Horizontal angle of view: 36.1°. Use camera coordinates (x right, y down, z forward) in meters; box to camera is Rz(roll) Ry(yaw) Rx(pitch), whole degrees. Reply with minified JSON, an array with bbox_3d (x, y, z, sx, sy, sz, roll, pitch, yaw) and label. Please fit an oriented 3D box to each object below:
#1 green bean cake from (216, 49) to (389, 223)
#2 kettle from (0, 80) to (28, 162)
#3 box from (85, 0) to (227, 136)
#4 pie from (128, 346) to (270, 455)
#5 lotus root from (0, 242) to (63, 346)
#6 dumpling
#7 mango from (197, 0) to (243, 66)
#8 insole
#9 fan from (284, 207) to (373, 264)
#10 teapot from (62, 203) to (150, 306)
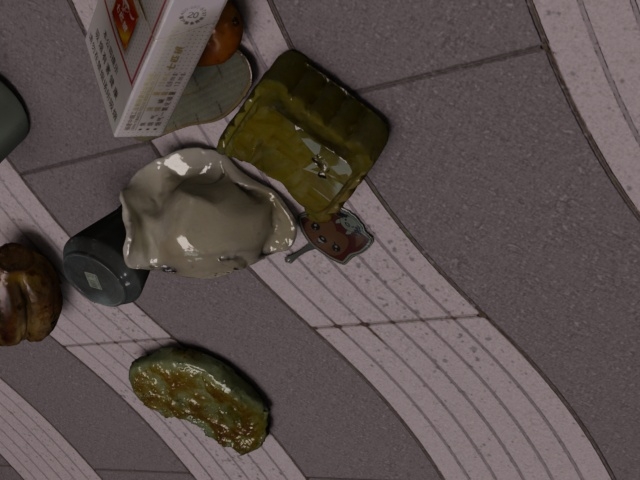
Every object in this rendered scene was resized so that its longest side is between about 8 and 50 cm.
[{"bbox_3d":[-0.035,-0.156,1.618,0.236,0.124,0.233,36,139,-6],"label":"green bean cake"},{"bbox_3d":[-0.719,-0.181,1.849,0.205,0.318,0.265,39,142,-10],"label":"kettle"},{"bbox_3d":[-0.262,-0.340,1.514,0.330,0.095,0.210,-50,53,48],"label":"box"},{"bbox_3d":[-0.281,0.370,2.326,0.371,0.078,0.296,31,140,-2],"label":"pie"},{"bbox_3d":[-0.685,0.124,2.250,0.193,0.193,0.291,21,135,12],"label":"lotus root"},{"bbox_3d":[-0.213,-0.051,1.821,0.318,0.187,0.243,-10,90,-7],"label":"dumpling"},{"bbox_3d":[-0.180,-0.331,1.565,0.105,0.084,0.159,56,153,-17],"label":"mango"},{"bbox_3d":[-0.238,-0.248,1.712,0.348,0.009,0.119,-15,104,42],"label":"insole"},{"bbox_3d":[0.000,0.000,1.840,0.132,0.009,0.220,45,136,-12],"label":"fan"},{"bbox_3d":[-0.377,0.015,1.919,0.171,0.225,0.203,18,139,18],"label":"teapot"}]
